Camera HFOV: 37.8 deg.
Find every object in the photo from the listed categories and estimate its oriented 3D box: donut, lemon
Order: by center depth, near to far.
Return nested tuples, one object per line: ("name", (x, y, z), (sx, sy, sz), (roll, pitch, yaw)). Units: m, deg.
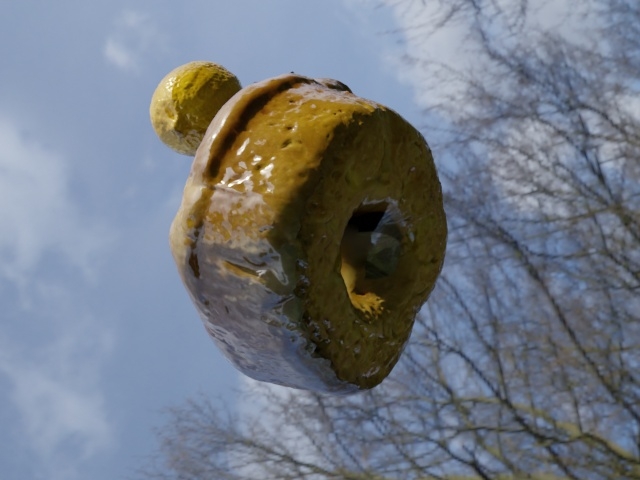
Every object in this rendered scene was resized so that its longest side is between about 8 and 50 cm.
("donut", (0.000, 0.000, 0.880), (0.317, 0.150, 0.299), (0, -75, -57))
("lemon", (-0.179, -0.203, 1.424), (0.187, 0.142, 0.142), (-41, -71, -56))
